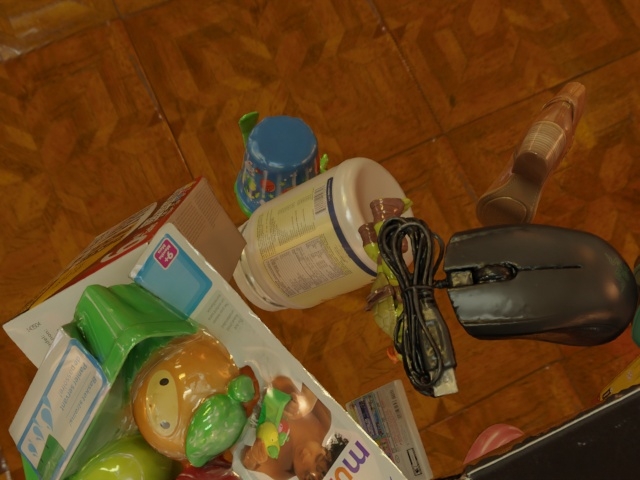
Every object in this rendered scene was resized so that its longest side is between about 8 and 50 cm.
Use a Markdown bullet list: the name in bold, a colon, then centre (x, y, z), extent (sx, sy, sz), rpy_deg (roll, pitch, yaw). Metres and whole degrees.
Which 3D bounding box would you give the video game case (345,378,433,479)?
- **video game case**: centre (0.146, 0.435, 1.478), extent (0.023, 0.193, 0.212), rpy_deg (-2, 65, -37)

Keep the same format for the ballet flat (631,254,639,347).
- **ballet flat**: centre (0.406, 0.051, 0.761), extent (0.095, 0.280, 0.096), rpy_deg (40, 82, 28)

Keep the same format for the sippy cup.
- **sippy cup**: centre (-0.097, -0.182, 1.665), extent (0.305, 0.224, 0.240), rpy_deg (22, 60, 8)

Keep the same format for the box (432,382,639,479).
- **box**: centre (0.225, 0.294, 0.525), extent (0.182, 0.294, 0.296), rpy_deg (-22, 70, -11)

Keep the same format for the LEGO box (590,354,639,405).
- **LEGO box**: centre (0.695, 0.382, 1.216), extent (0.193, 0.500, 0.372), rpy_deg (10, 55, 0)

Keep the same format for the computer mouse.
- **computer mouse**: centre (0.203, 0.047, 0.658), extent (0.272, 0.072, 0.188), rpy_deg (-2, 64, -14)

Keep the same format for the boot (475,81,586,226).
- **boot**: centre (0.401, -0.152, 1.276), extent (0.109, 0.283, 0.220), rpy_deg (28, 59, 16)

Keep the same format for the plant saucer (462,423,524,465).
- **plant saucer**: centre (0.427, 0.595, 1.540), extent (0.332, 0.084, 0.332), rpy_deg (-1, 92, -44)

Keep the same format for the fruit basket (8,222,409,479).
- **fruit basket**: centre (-0.126, 0.210, 0.589), extent (0.353, 0.165, 0.327), rpy_deg (45, 111, 35)

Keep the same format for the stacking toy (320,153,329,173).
- **stacking toy**: centre (0.021, -0.132, 2.008), extent (0.052, 0.167, 0.221), rpy_deg (11, 86, 16)

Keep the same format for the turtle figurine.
- **turtle figurine**: centre (0.096, 0.070, 0.857), extent (0.087, 0.269, 0.217), rpy_deg (-10, 64, 1)

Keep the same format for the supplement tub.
- **supplement tub**: centre (0.000, 0.000, 1.329), extent (0.325, 0.235, 0.235), rpy_deg (-24, 76, 34)

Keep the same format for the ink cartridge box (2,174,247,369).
- **ink cartridge box**: centre (-0.262, 0.065, 0.889), extent (0.272, 0.309, 0.130), rpy_deg (-29, 106, 10)
